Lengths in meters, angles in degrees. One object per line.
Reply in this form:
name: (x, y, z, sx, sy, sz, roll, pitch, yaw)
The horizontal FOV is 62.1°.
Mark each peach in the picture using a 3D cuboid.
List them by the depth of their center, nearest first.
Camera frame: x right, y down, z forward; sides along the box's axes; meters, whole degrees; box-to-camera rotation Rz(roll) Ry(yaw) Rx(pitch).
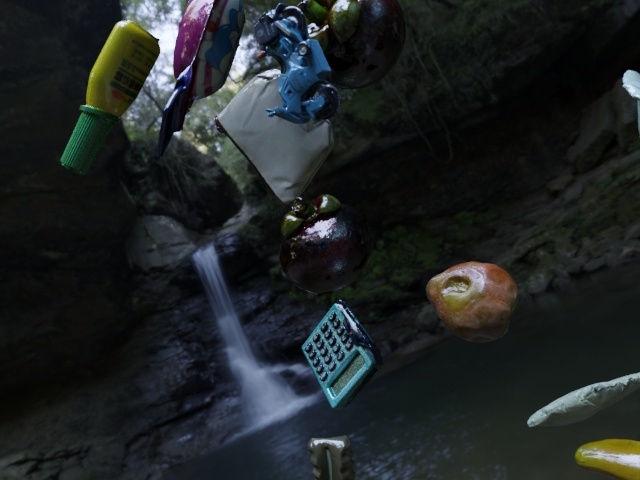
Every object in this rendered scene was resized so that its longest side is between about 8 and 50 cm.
peach: (0.395, 0.160, 1.406, 0.236, 0.214, 0.214, 11, 12, 30)

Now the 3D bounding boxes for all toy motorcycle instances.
toy motorcycle: (-0.066, -0.376, 1.187, 0.182, 0.272, 0.124, -23, 0, 36)

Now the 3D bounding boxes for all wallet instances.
wallet: (-0.119, -0.280, 1.394, 0.275, 0.335, 0.068, -43, -8, 31)

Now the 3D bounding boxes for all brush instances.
brush: (0.030, 0.515, 1.029, 0.084, 0.300, 0.071, -3, 13, 11)

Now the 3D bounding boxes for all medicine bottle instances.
medicine bottle: (-0.414, -0.272, 1.032, 0.308, 0.076, 0.111, -61, -24, 4)

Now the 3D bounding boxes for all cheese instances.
cheese: (-0.134, -0.197, 0.592, 0.062, 0.244, 0.155, 19, -35, -10)

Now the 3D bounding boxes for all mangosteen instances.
mangosteen: (0.000, 0.010, 1.164, 0.216, 0.216, 0.216, -26, -8, -4)
mangosteen: (0.079, -0.574, 1.444, 0.301, 0.300, 0.300, -26, -8, -4)

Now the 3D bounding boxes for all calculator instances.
calculator: (0.058, 0.350, 1.650, 0.058, 0.274, 0.248, 11, -55, -42)

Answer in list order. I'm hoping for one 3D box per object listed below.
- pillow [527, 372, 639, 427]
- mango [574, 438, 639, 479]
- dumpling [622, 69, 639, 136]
pillow: (0.785, 0.471, 1.549, 0.281, 0.076, 0.274, 0, -36, -33)
mango: (0.745, 0.542, 1.292, 0.228, 0.099, 0.136, 0, 10, 33)
dumpling: (0.745, -0.226, 1.033, 0.212, 0.320, 0.270, -9, 35, 40)
